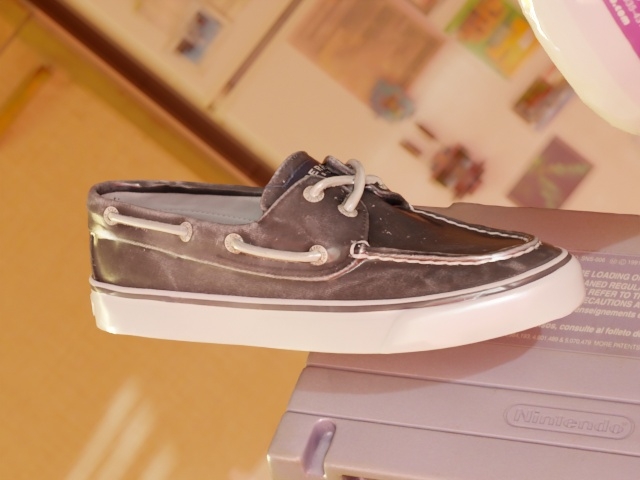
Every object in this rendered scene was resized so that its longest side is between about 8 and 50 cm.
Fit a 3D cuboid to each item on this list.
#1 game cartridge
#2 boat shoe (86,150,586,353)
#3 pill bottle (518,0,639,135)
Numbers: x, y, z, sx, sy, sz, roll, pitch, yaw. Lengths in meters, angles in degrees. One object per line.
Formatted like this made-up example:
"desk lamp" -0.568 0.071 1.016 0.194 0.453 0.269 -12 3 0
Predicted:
"game cartridge" 0.168 0.079 1.003 0.230 0.355 0.068 -63 149 -41
"boat shoe" 0.000 0.000 0.940 0.108 0.301 0.102 -31 118 -60
"pill bottle" 0.236 -0.180 0.725 0.301 0.169 0.169 -28 -171 27
